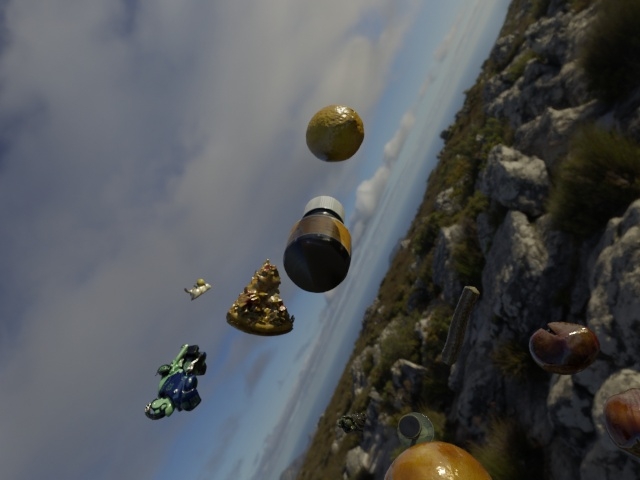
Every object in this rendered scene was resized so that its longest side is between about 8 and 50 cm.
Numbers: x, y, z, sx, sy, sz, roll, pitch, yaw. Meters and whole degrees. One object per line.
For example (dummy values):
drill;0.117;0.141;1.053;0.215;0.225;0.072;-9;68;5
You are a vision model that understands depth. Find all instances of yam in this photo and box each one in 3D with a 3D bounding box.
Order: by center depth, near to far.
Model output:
yam;0.595;0.360;1.935;0.081;0.081;0.356;-44;-30;-73

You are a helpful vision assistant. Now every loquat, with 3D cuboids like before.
loquat;0.319;0.712;1.216;0.328;0.328;0.328;24;-90;-84

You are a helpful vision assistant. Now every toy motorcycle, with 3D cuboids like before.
toy motorcycle;-0.531;0.546;1.741;0.331;0.196;0.125;-78;-21;-62

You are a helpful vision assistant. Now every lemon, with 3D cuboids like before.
lemon;0.047;-0.351;1.503;0.188;0.188;0.257;-64;17;-16

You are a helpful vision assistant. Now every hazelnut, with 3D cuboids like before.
hazelnut;1.001;0.573;1.405;0.186;0.210;0.210;68;-160;-12
hazelnut;0.797;0.357;1.479;0.204;0.178;0.178;-26;2;13

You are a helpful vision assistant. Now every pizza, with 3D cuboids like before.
pizza;-0.189;0.241;1.706;0.074;0.251;0.287;-9;45;60

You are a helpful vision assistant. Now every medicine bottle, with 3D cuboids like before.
medicine bottle;0.000;0.000;1.678;0.395;0.243;0.242;-80;10;-62

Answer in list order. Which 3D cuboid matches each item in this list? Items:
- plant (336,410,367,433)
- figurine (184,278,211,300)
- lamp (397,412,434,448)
plant;0.124;0.719;1.787;0.085;0.087;0.174;-34;-31;22
figurine;-0.411;0.161;1.526;0.047;0.050;0.083;-19;14;47
lamp;0.309;0.623;1.489;0.121;0.121;0.214;-63;-32;-20
